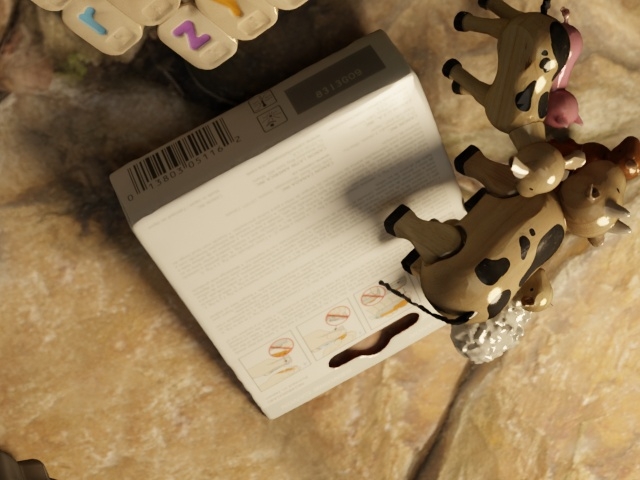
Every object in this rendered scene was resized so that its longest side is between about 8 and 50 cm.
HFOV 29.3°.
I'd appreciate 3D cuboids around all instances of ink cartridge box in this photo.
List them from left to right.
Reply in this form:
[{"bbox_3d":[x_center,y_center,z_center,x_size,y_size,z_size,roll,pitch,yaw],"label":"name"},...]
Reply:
[{"bbox_3d":[0.000,0.000,1.302,0.308,0.091,0.385,-29,138,-1],"label":"ink cartridge box"}]

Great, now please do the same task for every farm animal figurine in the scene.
[{"bbox_3d":[0.204,-0.046,1.195,0.327,0.172,0.330,-52,140,-1],"label":"farm animal figurine"}]

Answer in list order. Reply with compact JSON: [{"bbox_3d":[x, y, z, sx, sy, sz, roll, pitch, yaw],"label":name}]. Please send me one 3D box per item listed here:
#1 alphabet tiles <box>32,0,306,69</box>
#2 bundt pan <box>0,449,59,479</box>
[{"bbox_3d":[-0.147,-0.266,1.046,0.278,0.021,0.284,35,135,-29],"label":"alphabet tiles"},{"bbox_3d":[-0.391,0.358,1.328,0.330,0.124,0.331,-7,118,-14],"label":"bundt pan"}]
